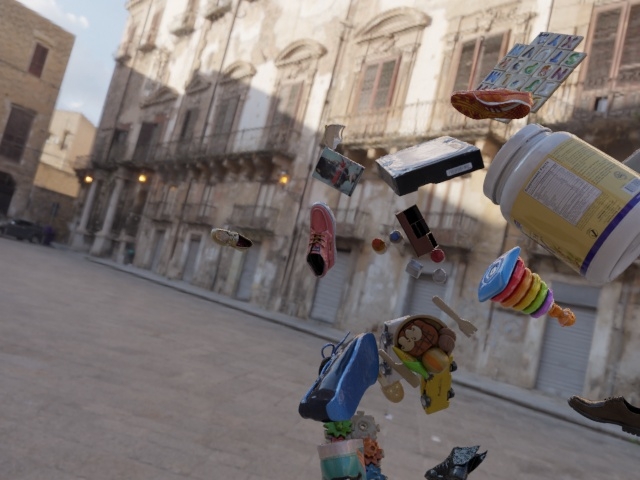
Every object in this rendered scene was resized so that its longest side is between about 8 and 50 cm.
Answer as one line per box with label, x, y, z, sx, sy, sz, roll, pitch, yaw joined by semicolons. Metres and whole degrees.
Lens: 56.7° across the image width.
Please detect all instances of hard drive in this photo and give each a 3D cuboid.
hard drive;0.291;-0.217;1.654;0.236;0.064;0.339;-18;15;3

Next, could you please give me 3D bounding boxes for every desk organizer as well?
desk organizer;0.253;-0.026;1.551;0.050;0.130;0.047;-29;-2;29

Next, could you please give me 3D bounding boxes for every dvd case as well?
dvd case;0.046;-0.178;1.540;0.119;0.087;0.013;30;21;7

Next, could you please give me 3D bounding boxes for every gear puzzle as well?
gear puzzle;0.095;0.553;1.690;0.175;0.339;0.044;6;-46;-11

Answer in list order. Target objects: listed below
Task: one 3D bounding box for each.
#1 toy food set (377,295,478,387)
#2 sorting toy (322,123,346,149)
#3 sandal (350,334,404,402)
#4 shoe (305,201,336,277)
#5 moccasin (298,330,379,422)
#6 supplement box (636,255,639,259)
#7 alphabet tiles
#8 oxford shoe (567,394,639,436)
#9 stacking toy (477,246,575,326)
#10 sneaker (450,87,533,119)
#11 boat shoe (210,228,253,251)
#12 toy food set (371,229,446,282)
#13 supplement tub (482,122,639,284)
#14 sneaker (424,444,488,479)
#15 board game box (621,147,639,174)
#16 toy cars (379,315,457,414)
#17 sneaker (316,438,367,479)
toy food set;0.217;0.216;1.229;0.132;0.192;0.038;41;19;1
sorting toy;0.049;-0.330;1.841;0.075;0.083;0.044;-17;38;-43
sandal;0.185;0.379;1.756;0.240;0.088;0.079;57;-18;-5
shoe;0.000;0.000;1.443;0.063;0.178;0.081;1;25;20
moccasin;0.043;0.292;1.334;0.116;0.138;0.342;-14;3;23
supplement box;1.039;0.001;1.892;0.130;0.073;0.239;26;-7;-4
alphabet tiles;0.619;-0.498;1.794;0.011;0.343;0.285;42;-1;-36
oxford shoe;0.845;0.486;1.732;0.227;0.096;0.082;12;15;24
stacking toy;0.659;0.174;1.838;0.301;0.175;0.166;32;-28;0
sneaker;0.372;-0.302;1.293;0.175;0.067;0.064;12;-40;18
boat shoe;-0.246;-0.005;1.662;0.045;0.050;0.135;-12;-22;40
toy food set;0.266;0.035;1.706;0.232;0.111;0.104;31;-1;17
supplement tub;0.552;-0.088;1.303;0.331;0.241;0.241;43;10;31
sneaker;0.319;0.533;1.408;0.051;0.089;0.170;39;-32;-7
board game box;0.933;-0.185;1.823;0.098;0.224;0.303;52;19;9
toy cars;0.263;0.342;1.664;0.393;0.176;0.087;44;-3;-33
sneaker;0.047;0.503;1.300;0.108;0.121;0.302;-11;-19;5
